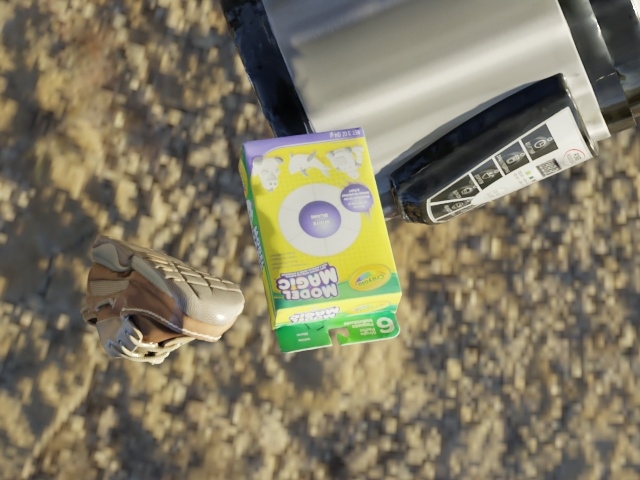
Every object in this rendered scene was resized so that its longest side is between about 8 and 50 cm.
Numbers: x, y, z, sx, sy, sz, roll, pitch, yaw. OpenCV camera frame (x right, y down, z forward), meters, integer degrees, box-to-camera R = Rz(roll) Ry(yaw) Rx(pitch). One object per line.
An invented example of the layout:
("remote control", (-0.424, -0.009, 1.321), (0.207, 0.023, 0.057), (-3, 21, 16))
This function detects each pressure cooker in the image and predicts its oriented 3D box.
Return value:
("pressure cooker", (0.140, -0.240, 1.725), (0.420, 0.370, 0.375), (-21, 124, 9))

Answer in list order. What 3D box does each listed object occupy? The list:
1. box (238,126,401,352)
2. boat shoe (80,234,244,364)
("box", (0.000, 0.000, 1.509), (0.105, 0.179, 0.043), (-8, 156, -10))
("boat shoe", (-0.172, 0.076, 1.977), (0.123, 0.324, 0.116), (20, 90, -20))
